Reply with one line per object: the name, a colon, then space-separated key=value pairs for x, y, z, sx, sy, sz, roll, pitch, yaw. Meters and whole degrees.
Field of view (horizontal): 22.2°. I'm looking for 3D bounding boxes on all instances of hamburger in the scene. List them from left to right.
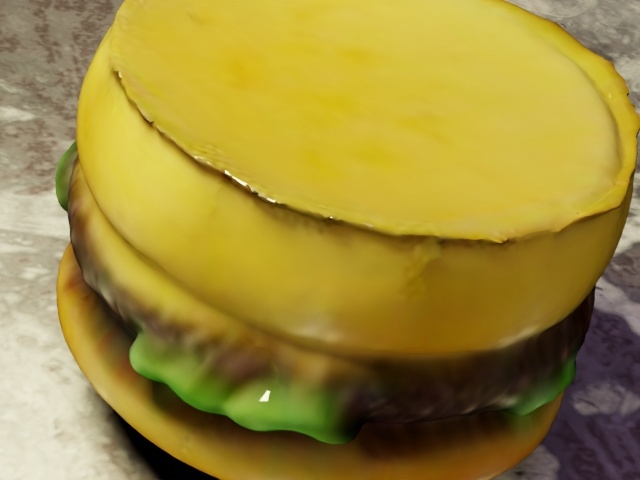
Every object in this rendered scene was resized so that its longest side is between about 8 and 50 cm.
hamburger: x=0.000 y=0.000 z=1.114 sx=0.396 sy=0.277 sz=0.395 roll=9 pitch=35 yaw=-7
